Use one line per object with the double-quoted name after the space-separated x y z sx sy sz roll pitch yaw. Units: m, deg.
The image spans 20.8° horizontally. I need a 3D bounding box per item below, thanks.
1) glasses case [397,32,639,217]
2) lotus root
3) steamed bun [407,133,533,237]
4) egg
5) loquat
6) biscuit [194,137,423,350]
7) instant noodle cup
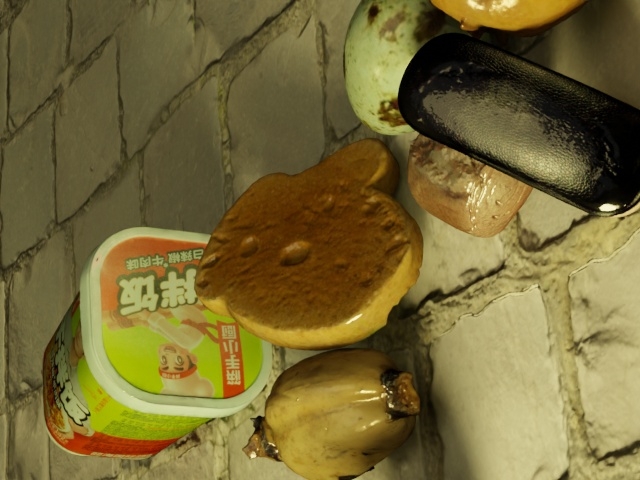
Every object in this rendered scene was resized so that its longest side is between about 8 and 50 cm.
0.218 -0.124 1.837 0.314 0.075 0.122 27 91 30 "glasses case"
0.025 0.209 2.074 0.257 0.140 0.154 -20 92 45 "lotus root"
0.175 -0.096 1.959 0.145 0.106 0.175 38 109 53 "steamed bun"
0.108 -0.219 2.049 0.231 0.169 0.169 120 145 -43 "egg"
0.207 -0.334 1.884 0.238 0.193 0.238 -1 86 16 "loquat"
0.001 0.001 2.166 0.344 0.057 0.287 13 67 46 "biscuit"
-0.248 0.163 2.430 0.308 0.294 0.294 -44 45 53 "instant noodle cup"
